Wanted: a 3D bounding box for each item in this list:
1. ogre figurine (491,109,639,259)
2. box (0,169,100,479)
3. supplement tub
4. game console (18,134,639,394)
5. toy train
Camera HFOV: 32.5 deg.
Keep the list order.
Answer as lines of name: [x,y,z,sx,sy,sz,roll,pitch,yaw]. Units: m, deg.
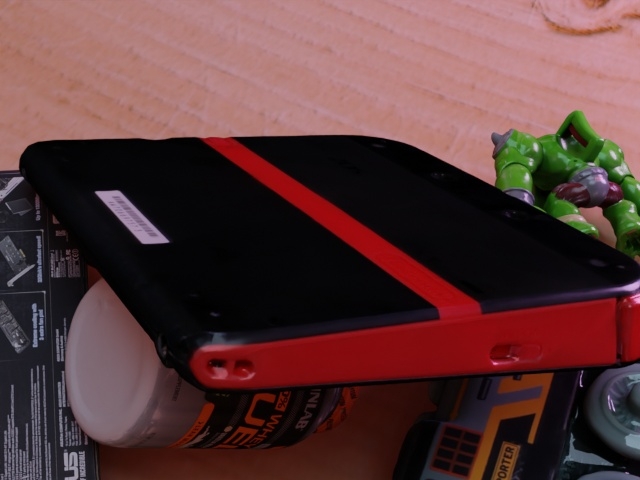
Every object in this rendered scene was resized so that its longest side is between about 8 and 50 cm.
ogre figurine: [0.225,-0.043,0.956,0.197,0.097,0.118,-9,58,-12]
box: [-0.286,0.088,0.790,0.242,0.077,0.308,-5,53,-12]
supplement tub: [-0.068,0.086,0.760,0.190,0.117,0.117,10,43,-42]
game console: [0.000,0.000,0.763,0.341,0.060,0.386,-5,21,-27]
toy train: [0.165,0.135,0.789,0.190,0.142,0.334,14,51,15]
